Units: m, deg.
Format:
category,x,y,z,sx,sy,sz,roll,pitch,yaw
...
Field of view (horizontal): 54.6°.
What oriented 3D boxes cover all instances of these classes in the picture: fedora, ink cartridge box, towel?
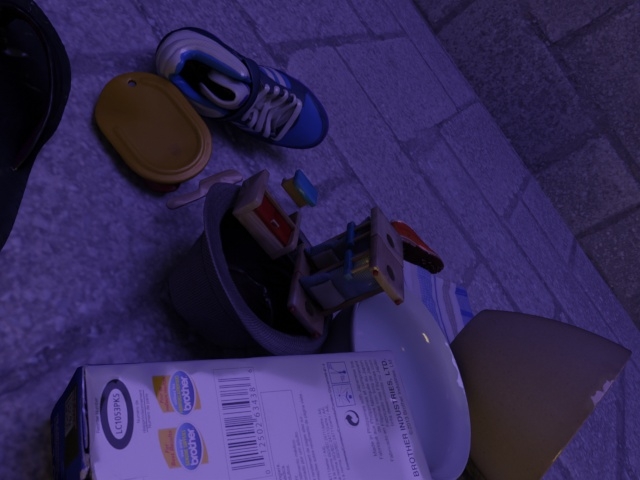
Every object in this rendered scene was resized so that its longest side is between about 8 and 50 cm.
category,x,y,z,sx,sy,sz,roll,pitch,yaw
fedora,-0.101,0.058,0.808,0.275,0.124,0.243,10,55,-61
ink cartridge box,-0.089,0.252,0.568,0.396,0.151,0.269,4,57,-33
towel,0.244,0.152,1.277,0.285,0.034,0.209,25,44,-40

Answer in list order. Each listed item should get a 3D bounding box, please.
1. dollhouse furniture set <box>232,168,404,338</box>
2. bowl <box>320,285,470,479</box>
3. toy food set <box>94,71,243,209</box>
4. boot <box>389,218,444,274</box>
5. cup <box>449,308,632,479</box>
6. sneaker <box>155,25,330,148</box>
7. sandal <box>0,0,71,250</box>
category,x,y,z,sx,sy,sz,roll,pitch,yaw
dollhouse furniture set,0.000,0.000,0.754,0.183,0.129,0.129,51,26,-28
bowl,0.087,0.214,0.900,0.298,0.134,0.297,38,37,-36
toy food set,-0.226,-0.131,0.878,0.128,0.071,0.218,-35,85,-27
boot,0.205,0.012,1.331,0.158,0.059,0.084,34,33,-29
cup,0.340,0.256,1.091,0.237,0.331,0.331,38,24,25
sneaker,-0.113,-0.216,0.985,0.323,0.130,0.236,31,18,-21
sandal,-0.355,-0.158,0.681,0.168,0.107,0.445,27,42,-39
